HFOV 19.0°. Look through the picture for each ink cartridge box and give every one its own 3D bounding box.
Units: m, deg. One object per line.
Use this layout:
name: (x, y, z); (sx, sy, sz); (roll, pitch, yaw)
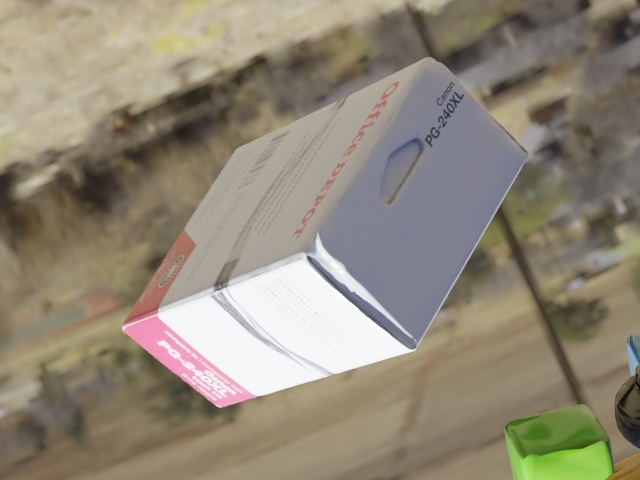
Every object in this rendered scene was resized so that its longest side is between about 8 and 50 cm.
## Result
ink cartridge box: (0.000, 0.000, 0.782); (0.150, 0.063, 0.109); (-20, -148, 55)

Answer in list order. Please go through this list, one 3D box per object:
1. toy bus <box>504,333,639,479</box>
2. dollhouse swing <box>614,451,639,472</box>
toy bus: (0.130, 0.036, 0.474); (0.191, 0.104, 0.202); (-9, -161, 13)
dollhouse swing: (0.258, 0.334, 1.100); (0.315, 0.305, 0.347); (-33, -159, 37)
